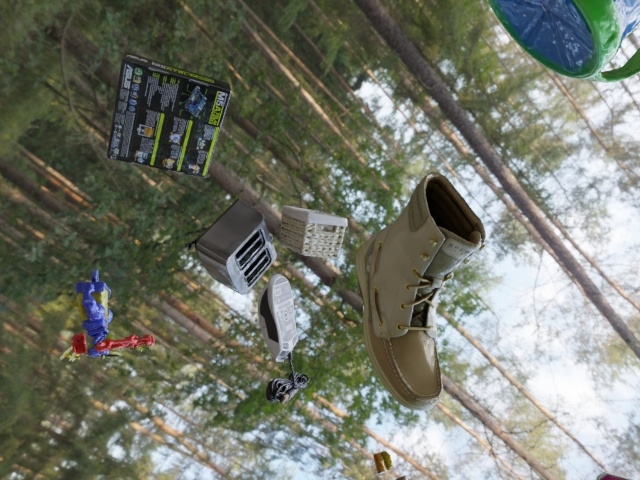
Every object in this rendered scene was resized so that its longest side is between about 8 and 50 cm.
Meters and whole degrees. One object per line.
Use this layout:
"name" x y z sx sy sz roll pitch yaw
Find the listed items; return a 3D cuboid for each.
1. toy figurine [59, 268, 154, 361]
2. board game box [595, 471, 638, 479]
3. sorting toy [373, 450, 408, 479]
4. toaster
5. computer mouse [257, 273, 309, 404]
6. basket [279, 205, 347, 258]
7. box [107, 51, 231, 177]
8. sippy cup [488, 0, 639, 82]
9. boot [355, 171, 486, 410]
"toy figurine" -0.540 0.181 1.153 0.362 0.191 0.217 133 -54 -68
"board game box" 0.683 0.681 0.828 0.050 0.390 0.389 78 26 -82
"sorting toy" 0.249 0.821 1.418 0.229 0.041 0.307 112 -29 -50
"toaster" -0.200 0.021 1.070 0.110 0.168 0.185 27 -119 25
"computer mouse" -0.065 0.148 0.694 0.042 0.193 0.106 -8 180 24
"basket" -0.025 -0.022 1.106 0.167 0.113 0.103 20 -79 63
"box" -0.278 -0.219 0.821 0.190 0.184 0.045 -64 -147 32
"sippy cup" 0.387 -0.388 0.618 0.224 0.305 0.240 -42 -122 12
"boot" 0.109 0.053 0.472 0.165 0.077 0.213 125 -37 -49
